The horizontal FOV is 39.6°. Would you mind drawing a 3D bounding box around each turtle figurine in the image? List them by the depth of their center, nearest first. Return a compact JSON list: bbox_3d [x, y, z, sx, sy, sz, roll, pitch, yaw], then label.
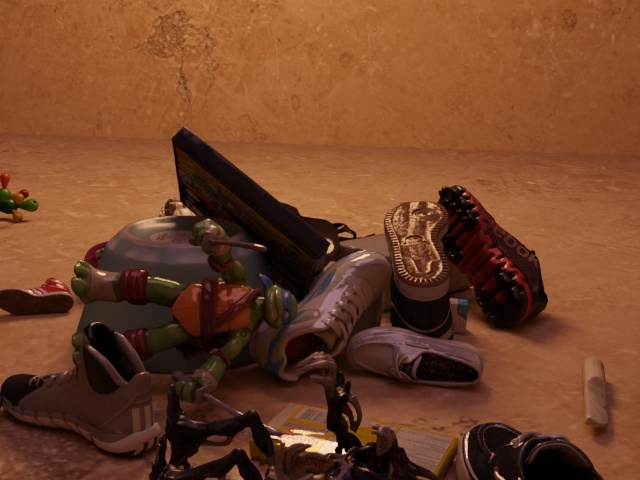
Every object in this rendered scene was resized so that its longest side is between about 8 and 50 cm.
[{"bbox_3d":[-0.168,0.083,1.054,0.267,0.197,0.274,-4,22,4],"label":"turtle figurine"}]

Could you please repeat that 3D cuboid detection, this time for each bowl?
[{"bbox_3d":[-0.199,0.060,1.302,0.312,0.163,0.311,3,14,-1],"label":"bowl"}]

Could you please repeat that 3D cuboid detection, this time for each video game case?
[{"bbox_3d":[-0.110,-0.031,1.363,0.275,0.035,0.248,39,-18,8],"label":"video game case"}]

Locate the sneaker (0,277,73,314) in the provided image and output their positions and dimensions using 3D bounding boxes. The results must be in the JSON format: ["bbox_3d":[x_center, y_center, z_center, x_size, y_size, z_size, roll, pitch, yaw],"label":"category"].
[{"bbox_3d":[-0.451,0.086,1.398,0.119,0.042,0.067,5,17,-19],"label":"sneaker"}]

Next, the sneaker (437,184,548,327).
[{"bbox_3d":[0.284,0.024,1.469,0.135,0.097,0.276,5,47,-42],"label":"sneaker"}]

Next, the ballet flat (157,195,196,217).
[{"bbox_3d":[-0.289,-0.036,1.824,0.091,0.077,0.241,-4,16,-25],"label":"ballet flat"}]

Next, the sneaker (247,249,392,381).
[{"bbox_3d":[0.015,0.105,1.195,0.229,0.087,0.092,-40,32,-12],"label":"sneaker"}]

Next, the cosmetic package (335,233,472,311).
[{"bbox_3d":[0.149,0.043,1.540,0.238,0.107,0.127,-13,20,-37],"label":"cosmetic package"}]

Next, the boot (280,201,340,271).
[{"bbox_3d":[-0.045,0.019,1.558,0.112,0.115,0.305,-10,18,-21],"label":"boot"}]

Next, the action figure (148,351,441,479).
[{"bbox_3d":[-0.017,0.200,0.833,0.276,0.140,0.164,3,29,4],"label":"action figure"}]

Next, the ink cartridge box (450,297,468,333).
[{"bbox_3d":[0.184,0.114,1.369,0.083,0.048,0.028,5,15,9],"label":"ink cartridge box"}]

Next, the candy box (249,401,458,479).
[{"bbox_3d":[0.037,0.225,0.966,0.206,0.027,0.105,8,19,22],"label":"candy box"}]

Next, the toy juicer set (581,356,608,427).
[{"bbox_3d":[0.465,0.162,1.144,0.329,0.089,0.209,0,15,-6],"label":"toy juicer set"}]

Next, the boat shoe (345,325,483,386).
[{"bbox_3d":[0.123,0.161,1.172,0.184,0.066,0.063,13,14,3],"label":"boat shoe"}]

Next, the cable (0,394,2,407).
[{"bbox_3d":[-0.448,0.199,0.984,0.185,0.047,0.151,-14,16,-39],"label":"cable"}]

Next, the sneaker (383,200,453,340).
[{"bbox_3d":[0.147,0.056,1.331,0.099,0.153,0.282,-2,27,6],"label":"sneaker"}]

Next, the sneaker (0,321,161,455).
[{"bbox_3d":[-0.272,0.149,1.007,0.229,0.132,0.086,10,17,28],"label":"sneaker"}]

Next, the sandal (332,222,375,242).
[{"bbox_3d":[-0.001,0.000,1.654,0.097,0.054,0.255,-20,12,-39],"label":"sandal"}]

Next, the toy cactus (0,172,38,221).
[{"bbox_3d":[-0.734,-0.082,1.925,0.219,0.112,0.180,-15,11,-26],"label":"toy cactus"}]

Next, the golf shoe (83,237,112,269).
[{"bbox_3d":[-0.250,0.024,1.537,0.307,0.115,0.140,0,11,-11],"label":"golf shoe"}]

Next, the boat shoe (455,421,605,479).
[{"bbox_3d":[0.210,0.228,0.829,0.108,0.102,0.301,0,15,-9],"label":"boat shoe"}]

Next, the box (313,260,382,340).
[{"bbox_3d":[0.042,0.093,1.325,0.087,0.101,0.101,4,14,14],"label":"box"}]
